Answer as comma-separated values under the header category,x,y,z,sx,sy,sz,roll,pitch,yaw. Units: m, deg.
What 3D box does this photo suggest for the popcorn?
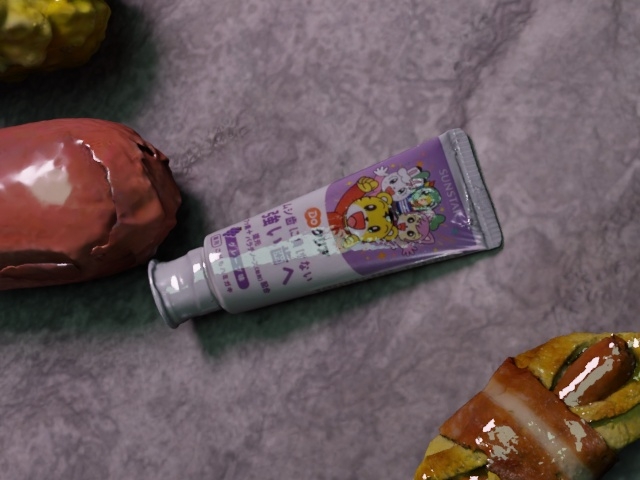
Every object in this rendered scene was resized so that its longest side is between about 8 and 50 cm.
category,x,y,z,sx,sy,sz,roll,pitch,yaw
popcorn,-0.329,-0.242,1.192,0.266,0.233,0.192,6,86,0

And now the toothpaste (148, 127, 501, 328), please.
category,x,y,z,sx,sy,sz,roll,pitch,yaw
toothpaste,0.000,0.000,1.096,0.299,0.073,0.114,-19,69,7

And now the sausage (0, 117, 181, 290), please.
category,x,y,z,sx,sy,sz,roll,pitch,yaw
sausage,-0.262,-0.031,1.157,0.280,0.152,0.152,-6,73,19

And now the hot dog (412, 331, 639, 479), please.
category,x,y,z,sx,sy,sz,roll,pitch,yaw
hot dog,0.158,0.157,0.971,0.123,0.093,0.261,41,92,25
